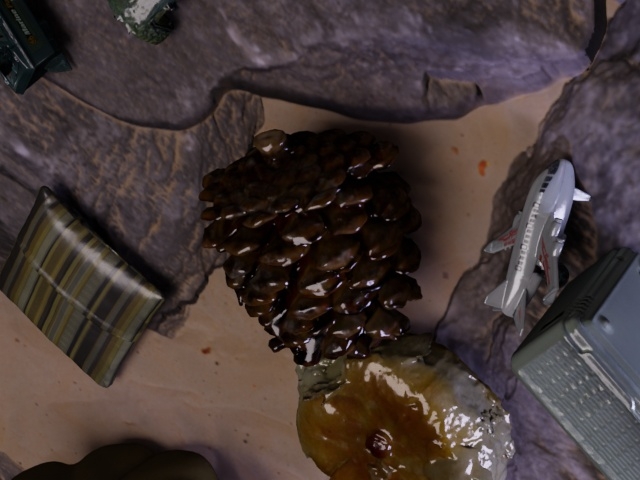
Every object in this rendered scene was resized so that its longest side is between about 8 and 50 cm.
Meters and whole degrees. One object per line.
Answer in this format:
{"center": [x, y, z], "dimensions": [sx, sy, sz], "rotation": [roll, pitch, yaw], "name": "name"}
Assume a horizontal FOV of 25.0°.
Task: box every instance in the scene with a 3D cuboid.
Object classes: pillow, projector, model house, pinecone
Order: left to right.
{"center": [-0.309, 0.062, 1.816], "dimensions": [0.212, 0.052, 0.208], "rotation": [43, 134, 8], "name": "pillow"}
{"center": [-0.180, -0.266, 1.557], "dimensions": [0.083, 0.066, 0.079], "rotation": [-41, 78, 23], "name": "model house"}
{"center": [0.000, 0.000, 1.478], "dimensions": [0.224, 0.224, 0.272], "rotation": [-6, 122, 36], "name": "pinecone"}
{"center": [0.320, 0.146, 1.359], "dimensions": [0.256, 0.192, 0.099], "rotation": [48, 126, 1], "name": "projector"}

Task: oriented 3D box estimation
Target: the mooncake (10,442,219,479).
{"center": [-0.272, 0.404, 1.779], "dimensions": [0.378, 0.378, 0.201], "rotation": [-5, 110, 35], "name": "mooncake"}

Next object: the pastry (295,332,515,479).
{"center": [0.084, 0.216, 1.596], "dimensions": [0.257, 0.121, 0.236], "rotation": [-12, 108, 38], "name": "pastry"}

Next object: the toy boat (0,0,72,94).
{"center": [-0.394, -0.277, 1.660], "dimensions": [0.246, 0.103, 0.093], "rotation": [57, 154, 1], "name": "toy boat"}

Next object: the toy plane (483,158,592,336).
{"center": [0.213, 0.003, 1.414], "dimensions": [0.065, 0.162, 0.171], "rotation": [23, 100, -20], "name": "toy plane"}
